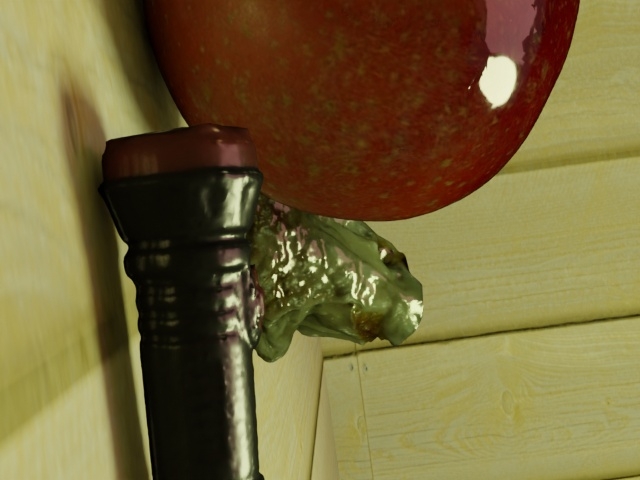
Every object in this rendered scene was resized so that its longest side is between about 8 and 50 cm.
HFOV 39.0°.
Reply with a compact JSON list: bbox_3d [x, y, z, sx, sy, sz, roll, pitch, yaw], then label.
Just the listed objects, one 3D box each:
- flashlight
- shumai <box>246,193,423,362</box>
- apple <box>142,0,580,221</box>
[{"bbox_3d":[-0.065,0.057,0.489,0.093,0.093,0.231,-25,108,-88],"label":"flashlight"},{"bbox_3d":[0.000,0.000,1.005,0.222,0.204,0.271,-97,174,-45],"label":"shumai"},{"bbox_3d":[0.032,-0.191,0.684,0.277,0.349,0.348,130,-45,-70],"label":"apple"}]
